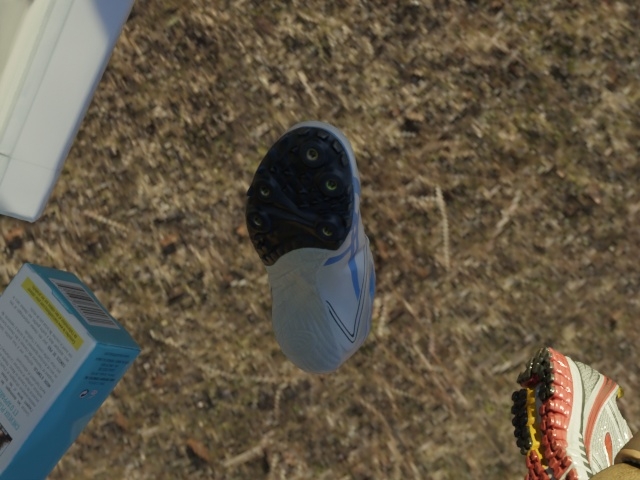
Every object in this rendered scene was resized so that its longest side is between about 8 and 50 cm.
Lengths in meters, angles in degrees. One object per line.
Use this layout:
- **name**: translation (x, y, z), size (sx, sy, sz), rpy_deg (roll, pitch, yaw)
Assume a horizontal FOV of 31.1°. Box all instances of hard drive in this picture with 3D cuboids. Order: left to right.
- **hard drive**: translation (-0.100, -0.215, 0.574), size (0.047, 0.233, 0.353), rpy_deg (17, 121, -24)

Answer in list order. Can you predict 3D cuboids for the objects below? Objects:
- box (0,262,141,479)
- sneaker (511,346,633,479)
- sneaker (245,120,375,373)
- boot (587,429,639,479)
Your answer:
- **box**: translation (-0.251, 0.144, 0.889), size (0.244, 0.100, 0.060), rpy_deg (-52, 152, 10)
- **sneaker**: translation (0.211, 0.185, 0.890), size (0.093, 0.225, 0.088), rpy_deg (17, 138, -13)
- **sneaker**: translation (0.000, 0.000, 0.838), size (0.237, 0.085, 0.086), rpy_deg (88, 26, -46)
- **boot**: translation (0.197, 0.221, 0.441), size (0.115, 0.305, 0.112), rpy_deg (-39, 162, -12)
